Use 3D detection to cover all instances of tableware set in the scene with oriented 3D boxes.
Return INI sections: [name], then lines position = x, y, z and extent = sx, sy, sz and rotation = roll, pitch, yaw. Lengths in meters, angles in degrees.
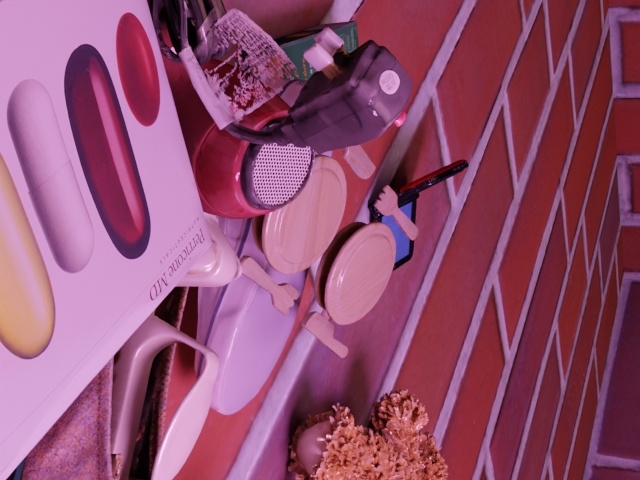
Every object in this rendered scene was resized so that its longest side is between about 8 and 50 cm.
[tableware set]
position = 0.000, 0.000, 0.780
extent = 0.128, 0.039, 0.194
rotation = -58, 147, -11

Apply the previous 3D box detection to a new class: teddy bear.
[teddy bear]
position = 0.056, 0.271, 1.076
extent = 0.338, 0.113, 0.245
rotation = 58, 43, -53

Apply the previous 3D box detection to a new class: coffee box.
[coffee box]
position = -0.012, -0.132, 0.950
extent = 0.184, 0.040, 0.113
rotation = -40, 129, -60

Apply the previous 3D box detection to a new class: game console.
[game console]
position = 0.116, -0.025, 1.213
extent = 0.085, 0.124, 0.144
rotation = 64, 26, -1

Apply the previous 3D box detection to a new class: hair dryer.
[hair dryer]
position = -0.073, -0.115, 0.546
extent = 0.080, 0.293, 0.223
rotation = -33, 93, -33

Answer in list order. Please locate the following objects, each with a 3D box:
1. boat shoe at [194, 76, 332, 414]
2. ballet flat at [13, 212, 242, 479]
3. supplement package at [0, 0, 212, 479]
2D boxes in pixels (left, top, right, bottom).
[boat shoe]
position = -0.059, 0.001, 0.808
extent = 0.095, 0.084, 0.258
rotation = 24, 82, -64
[ballet flat]
position = -0.108, 0.046, 0.668
extent = 0.107, 0.106, 0.316
rotation = 30, 65, -64
[supplement package]
position = -0.172, -0.039, 0.453
extent = 0.194, 0.149, 0.203
rotation = -55, 140, -51
